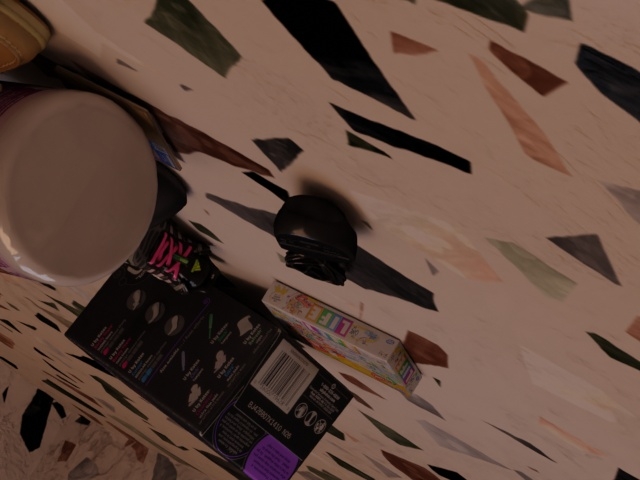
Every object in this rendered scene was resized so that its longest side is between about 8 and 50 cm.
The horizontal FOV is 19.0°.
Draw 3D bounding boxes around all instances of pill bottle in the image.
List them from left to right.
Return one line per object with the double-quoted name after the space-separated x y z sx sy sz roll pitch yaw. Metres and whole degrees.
-0.294 -0.059 1.699 0.301 0.169 0.169 10 155 49 "pill bottle"

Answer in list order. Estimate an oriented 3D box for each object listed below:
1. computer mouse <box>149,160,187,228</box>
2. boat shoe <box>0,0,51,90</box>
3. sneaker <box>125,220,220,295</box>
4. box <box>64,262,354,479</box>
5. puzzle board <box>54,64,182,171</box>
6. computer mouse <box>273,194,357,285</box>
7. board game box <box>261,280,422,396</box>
-0.241 -0.062 1.857 0.272 0.072 0.188 19 161 42 "computer mouse"
-0.338 -0.157 1.627 0.285 0.089 0.104 -3 144 46 "boat shoe"
-0.151 0.015 1.952 0.075 0.063 0.170 24 172 22 "sneaker"
-0.124 0.137 2.101 0.270 0.143 0.165 29 168 44 "box"
-0.175 -0.108 1.677 0.096 0.011 0.128 26 166 18 "puzzle board"
0.000 0.000 1.641 0.071 0.041 0.242 13 170 4 "computer mouse"
0.023 0.100 1.952 0.154 0.026 0.103 25 165 26 "board game box"
